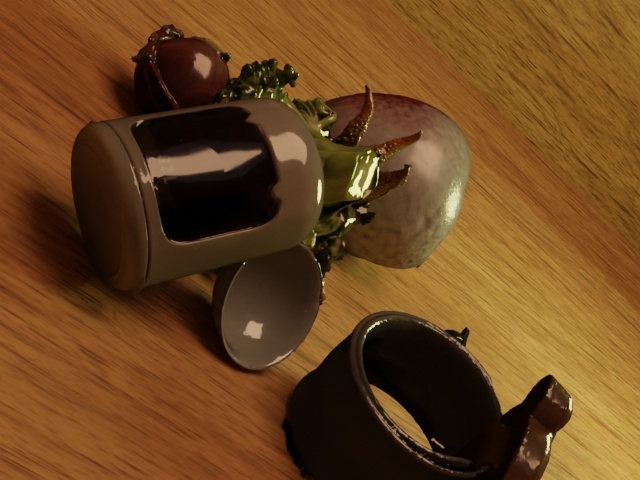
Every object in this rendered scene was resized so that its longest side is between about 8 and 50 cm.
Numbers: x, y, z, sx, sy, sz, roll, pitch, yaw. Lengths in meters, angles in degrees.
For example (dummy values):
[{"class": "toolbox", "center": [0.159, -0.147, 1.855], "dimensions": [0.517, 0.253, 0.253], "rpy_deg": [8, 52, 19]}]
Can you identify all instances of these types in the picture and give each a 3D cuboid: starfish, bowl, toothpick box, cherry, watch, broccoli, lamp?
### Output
[{"class": "starfish", "center": [0.040, -0.095, 1.997], "dimensions": [0.084, 0.293, 0.301], "rpy_deg": [26, 34, -52]}, {"class": "bowl", "center": [-0.092, 0.075, 1.691], "dimensions": [0.086, 0.189, 0.189], "rpy_deg": [21, -3, 40]}, {"class": "toothpick box", "center": [-0.138, -0.065, 1.548], "dimensions": [0.316, 0.229, 0.229], "rpy_deg": [-13, 62, -28]}, {"class": "cherry", "center": [0.110, -0.108, 2.211], "dimensions": [0.335, 0.291, 0.326], "rpy_deg": [9, 62, -28]}, {"class": "watch", "center": [0.125, 0.273, 1.674], "dimensions": [0.327, 0.314, 0.335], "rpy_deg": [37, 34, -4]}, {"class": "broccoli", "center": [-0.069, -0.088, 1.824], "dimensions": [0.272, 0.324, 0.334], "rpy_deg": [36, 11, 29]}, {"class": "lamp", "center": [-0.212, -0.219, 1.919], "dimensions": [0.215, 0.151, 0.223], "rpy_deg": [25, 72, -49]}]

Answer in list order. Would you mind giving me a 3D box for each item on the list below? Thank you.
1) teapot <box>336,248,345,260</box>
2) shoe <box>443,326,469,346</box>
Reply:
[{"class": "teapot", "center": [0.000, 0.000, 2.121], "dimensions": [0.111, 0.043, 0.042], "rpy_deg": [37, 26, -44]}, {"class": "shoe", "center": [0.240, 0.191, 2.280], "dimensions": [0.053, 0.062, 0.159], "rpy_deg": [40, 21, 3]}]
